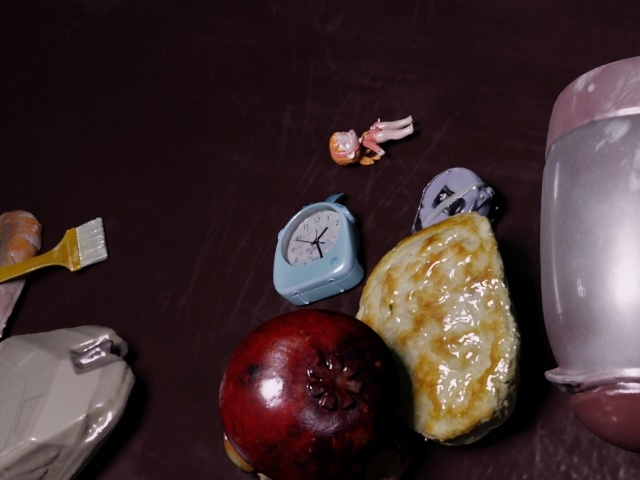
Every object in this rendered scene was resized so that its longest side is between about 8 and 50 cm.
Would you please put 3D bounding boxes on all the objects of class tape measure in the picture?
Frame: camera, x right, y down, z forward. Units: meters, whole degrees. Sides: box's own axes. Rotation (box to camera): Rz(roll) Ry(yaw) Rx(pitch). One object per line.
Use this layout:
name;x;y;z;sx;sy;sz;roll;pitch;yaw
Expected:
tape measure;0.149;-0.031;1.320;0.091;0.054;0.094;25;87;48

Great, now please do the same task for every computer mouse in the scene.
computer mouse;-0.410;0.265;1.497;0.429;0.145;0.228;-30;37;1

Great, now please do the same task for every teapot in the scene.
teapot;0.339;0.035;1.027;0.314;0.233;0.312;7;69;11

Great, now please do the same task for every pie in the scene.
pie;0.125;0.091;1.217;0.201;0.090;0.248;-35;48;35

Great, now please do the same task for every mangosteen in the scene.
mangosteen;-0.017;0.158;1.173;0.199;0.200;0.200;-21;49;26

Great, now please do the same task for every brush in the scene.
brush;-0.400;0.030;1.700;0.205;0.011;0.083;-20;47;1

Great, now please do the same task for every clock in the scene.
clock;-0.001;-0.001;1.425;0.108;0.045;0.147;-19;49;27

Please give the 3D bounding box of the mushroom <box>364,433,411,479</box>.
mushroom;0.052;0.276;1.144;0.227;0.148;0.217;-25;28;11

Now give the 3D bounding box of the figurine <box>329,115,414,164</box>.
figurine;0.064;-0.121;1.462;0.109;0.047;0.064;-18;42;17

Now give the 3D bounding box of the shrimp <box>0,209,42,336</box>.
shrimp;-0.496;0.083;1.756;0.164;0.062;0.317;-21;45;32

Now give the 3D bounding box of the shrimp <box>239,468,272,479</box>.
shrimp;-0.058;0.281;1.255;0.117;0.066;0.262;-11;38;49
